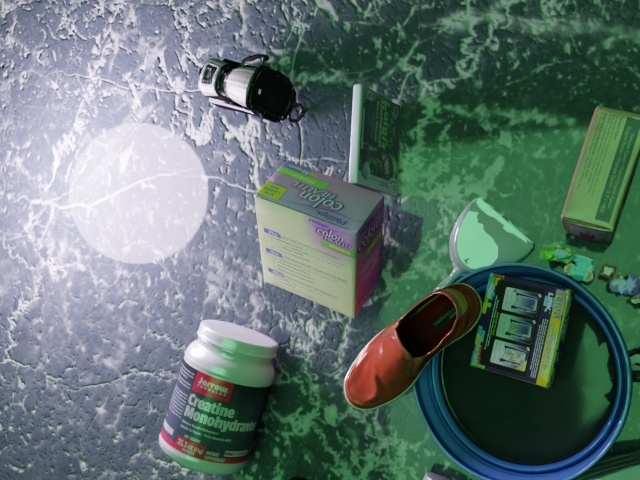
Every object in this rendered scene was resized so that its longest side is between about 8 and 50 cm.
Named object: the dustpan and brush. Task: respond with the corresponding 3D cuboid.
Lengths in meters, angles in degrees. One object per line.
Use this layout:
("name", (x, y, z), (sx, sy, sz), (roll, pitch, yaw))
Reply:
("dustpan and brush", (0.288, 0.039, 1.363), (0.147, 0.060, 0.211), (43, 94, 8))

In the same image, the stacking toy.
("stacking toy", (0.490, 0.065, 1.220), (0.221, 0.167, 0.052), (22, 93, 20))

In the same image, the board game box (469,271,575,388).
("board game box", (0.347, 0.151, 1.208), (0.141, 0.048, 0.170), (13, 90, 32))

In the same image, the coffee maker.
("coffee maker", (-0.152, -0.315, 1.513), (0.178, 0.171, 0.120), (24, 71, 41))

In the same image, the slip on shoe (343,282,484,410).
("slip on shoe", (0.155, 0.197, 1.295), (0.331, 0.101, 0.123), (-44, 63, 22))

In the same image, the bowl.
("bowl", (0.355, 0.239, 1.263), (0.391, 0.077, 0.391), (-6, 79, 32))

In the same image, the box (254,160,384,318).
("box", (0.000, 0.000, 1.362), (0.213, 0.243, 0.117), (21, 50, 21))

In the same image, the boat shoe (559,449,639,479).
("boat shoe", (0.527, 0.430, 1.185), (0.335, 0.121, 0.119), (-18, 85, 10))

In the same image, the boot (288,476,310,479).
("boot", (-0.002, 0.580, 1.407), (0.197, 0.077, 0.137), (27, 100, 21))

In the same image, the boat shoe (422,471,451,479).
("boat shoe", (0.277, 0.519, 1.304), (0.219, 0.078, 0.070), (32, 95, 18))

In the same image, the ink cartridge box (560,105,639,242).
("ink cartridge box", (0.485, -0.102, 1.200), (0.088, 0.234, 0.193), (17, 92, 22))

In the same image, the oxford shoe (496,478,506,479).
("oxford shoe", (0.394, 0.497, 1.274), (0.212, 0.076, 0.076), (28, 65, 6))

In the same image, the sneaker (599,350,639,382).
("sneaker", (0.573, 0.227, 1.227), (0.178, 0.072, 0.077), (-30, 77, 16))

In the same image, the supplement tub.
("supplement tub", (-0.205, 0.319, 1.440), (0.191, 0.191, 0.272), (18, 92, 21))

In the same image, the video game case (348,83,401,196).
("video game case", (0.110, -0.192, 1.380), (0.022, 0.173, 0.191), (0, 85, 32))
